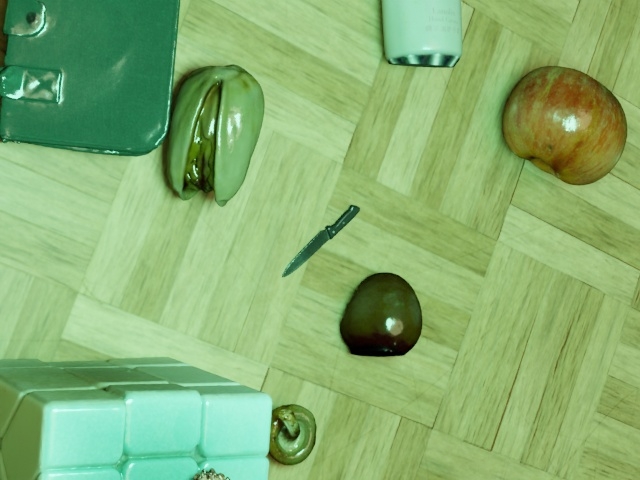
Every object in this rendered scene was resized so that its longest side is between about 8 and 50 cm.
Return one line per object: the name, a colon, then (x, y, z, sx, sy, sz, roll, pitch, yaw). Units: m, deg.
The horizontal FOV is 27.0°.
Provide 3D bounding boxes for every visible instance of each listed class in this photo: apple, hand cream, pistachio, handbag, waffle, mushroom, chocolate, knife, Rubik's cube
apple: (0.399, -0.186, 2.187, 0.209, 0.209, 0.164, 29, 84, -29)
hand cream: (0.156, -0.444, 2.074, 0.185, 0.118, 0.359, -1, 88, -31)
pistachio: (-0.151, -0.153, 1.909, 0.129, 0.131, 0.206, 13, 93, 14)
handbag: (-0.307, -0.281, 1.789, 0.238, 0.089, 0.326, 5, 93, -13)
waffle: (-0.141, 0.321, 1.630, 0.075, 0.029, 0.083, 41, 76, -25)
mushroom: (-0.049, 0.280, 2.018, 0.088, 0.073, 0.129, -26, 142, -12)
chocolate: (0.098, 0.114, 2.093, 0.124, 0.127, 0.133, 16, 71, -61)
knife: (0.000, 0.000, 2.067, 0.170, 0.010, 0.023, -44, 114, -19)
Rubik's cube: (-0.278, 0.330, 1.748, 0.316, 0.319, 0.322, 1, 94, -32)
